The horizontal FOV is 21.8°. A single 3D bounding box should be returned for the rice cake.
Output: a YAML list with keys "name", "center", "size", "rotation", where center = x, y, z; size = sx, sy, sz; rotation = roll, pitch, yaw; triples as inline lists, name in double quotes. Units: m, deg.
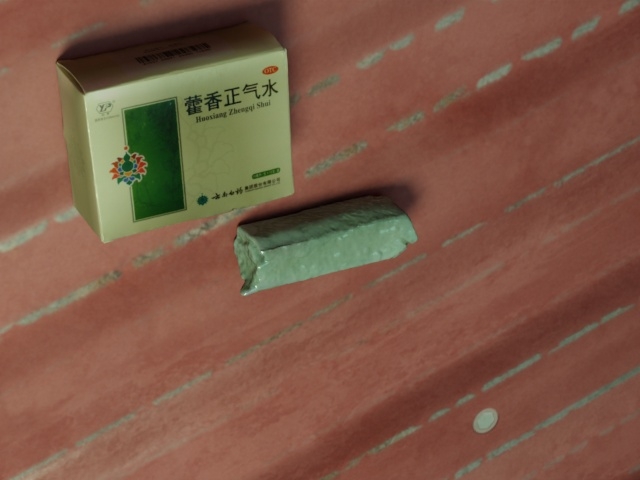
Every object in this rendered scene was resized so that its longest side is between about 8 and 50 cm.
- name: "rice cake"
  center: [0.001, 0.000, 1.804]
  size: [0.206, 0.069, 0.063]
  rotation: [-12, 123, -19]

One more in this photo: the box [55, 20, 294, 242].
- name: "box"
  center: [-0.141, -0.111, 1.650]
  size: [0.212, 0.095, 0.168]
  rotation: [-15, 119, -21]
